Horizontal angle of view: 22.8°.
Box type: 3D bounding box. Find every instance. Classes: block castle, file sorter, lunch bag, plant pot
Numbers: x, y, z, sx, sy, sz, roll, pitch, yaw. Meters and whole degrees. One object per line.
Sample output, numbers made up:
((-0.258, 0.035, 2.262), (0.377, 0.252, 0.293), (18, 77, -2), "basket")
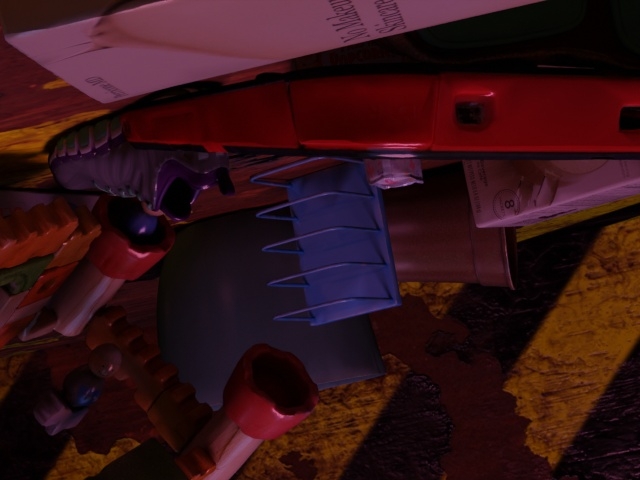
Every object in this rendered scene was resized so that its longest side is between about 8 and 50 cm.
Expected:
((-0.228, 0.126, 1.382), (0.213, 0.303, 0.453), (-50, 166, 32), "block castle")
((0.000, 0.000, 1.748), (0.118, 0.170, 0.104), (-16, 170, 32), "file sorter")
((0.066, -0.089, 1.533), (0.053, 0.071, 0.083), (-9, 176, 13), "lunch bag")
((0.155, -0.017, 1.976), (0.165, 0.167, 0.167), (-4, 175, 11), "plant pot")
((-0.079, 0.087, 2.053), (0.293, 0.235, 0.293), (-11, 173, -1), "plant pot")

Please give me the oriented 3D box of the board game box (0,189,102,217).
((-0.402, 0.016, 1.641), (0.318, 0.066, 0.318), (-15, 172, 29), "board game box")

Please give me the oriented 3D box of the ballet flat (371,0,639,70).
((0.161, -0.162, 1.047), (0.316, 0.108, 0.106), (0, -177, -28), "ballet flat")

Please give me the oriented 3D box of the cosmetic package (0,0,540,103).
((0.019, -0.159, 0.707), (0.309, 0.113, 0.160), (-13, 173, 8), "cosmetic package")

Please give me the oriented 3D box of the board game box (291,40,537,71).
((0.074, -0.139, 1.232), (0.193, 0.045, 0.147), (-11, 174, -3), "board game box")

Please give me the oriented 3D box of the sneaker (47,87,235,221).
((-0.155, -0.054, 1.330), (0.083, 0.098, 0.223), (-6, 171, -40), "sneaker")

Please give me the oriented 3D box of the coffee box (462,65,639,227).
((0.248, -0.107, 1.396), (0.246, 0.141, 0.098), (-18, 170, 37), "coffee box")

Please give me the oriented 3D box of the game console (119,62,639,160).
((0.096, -0.087, 1.103), (0.386, 0.060, 0.342), (-1, -175, -29), "game console")
